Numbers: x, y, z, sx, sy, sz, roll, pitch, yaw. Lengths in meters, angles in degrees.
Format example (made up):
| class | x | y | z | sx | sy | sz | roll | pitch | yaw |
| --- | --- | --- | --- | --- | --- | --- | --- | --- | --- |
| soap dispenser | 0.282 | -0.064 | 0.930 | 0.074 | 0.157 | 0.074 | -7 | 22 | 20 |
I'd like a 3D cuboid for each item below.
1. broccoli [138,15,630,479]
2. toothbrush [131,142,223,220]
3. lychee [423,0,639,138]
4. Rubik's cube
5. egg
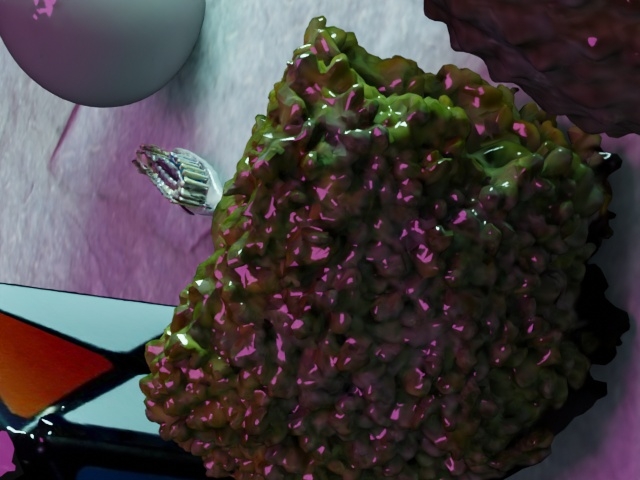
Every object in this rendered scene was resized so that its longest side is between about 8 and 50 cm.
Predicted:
| class | x | y | z | sx | sy | sz | roll | pitch | yaw |
| --- | --- | --- | --- | --- | --- | --- | --- | --- | --- |
| broccoli | -0.002 | -0.001 | 0.866 | 0.273 | 0.180 | 0.242 | 35 | 90 | 45 |
| toothbrush | -0.016 | 0.032 | 1.060 | 0.413 | 0.042 | 0.035 | 43 | 115 | 52 |
| lychee | 0.139 | -0.160 | 0.677 | 0.274 | 0.255 | 0.255 | -9 | 72 | 48 |
| Rubik's cube | -0.141 | 0.175 | 1.009 | 0.250 | 0.248 | 0.246 | 36 | 109 | 55 |
| egg | -0.152 | -0.179 | 1.236 | 0.146 | 0.146 | 0.199 | -46 | 40 | 41 |
